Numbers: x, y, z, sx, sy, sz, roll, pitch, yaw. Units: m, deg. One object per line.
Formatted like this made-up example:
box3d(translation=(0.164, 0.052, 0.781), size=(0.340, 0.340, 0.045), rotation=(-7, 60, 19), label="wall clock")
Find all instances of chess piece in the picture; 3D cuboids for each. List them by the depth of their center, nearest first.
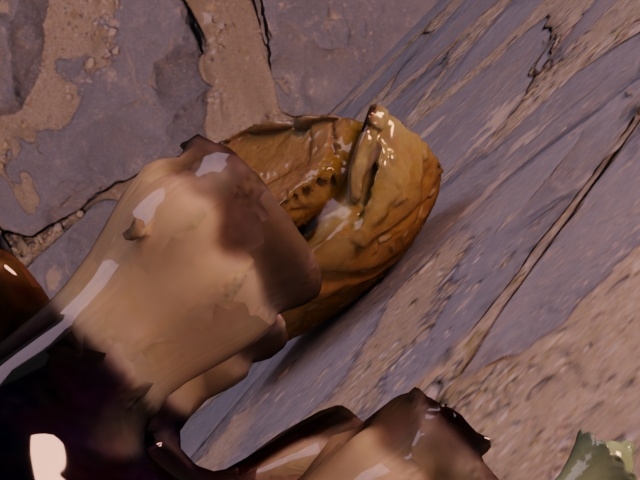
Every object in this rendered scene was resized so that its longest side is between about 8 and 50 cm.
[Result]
box3d(translation=(0.062, 0.093, 0.504), size=(0.093, 0.042, 0.042), rotation=(-41, 6, -8), label="chess piece")

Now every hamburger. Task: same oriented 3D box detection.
box3d(translation=(0.000, 0.000, 1.136), size=(0.207, 0.135, 0.155), rotation=(-16, 45, 49), label="hamburger")

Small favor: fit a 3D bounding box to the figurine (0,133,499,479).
box3d(translation=(-0.145, 0.139, 0.352), size=(0.411, 0.241, 0.306), rotation=(-32, 16, 17), label="figurine")
